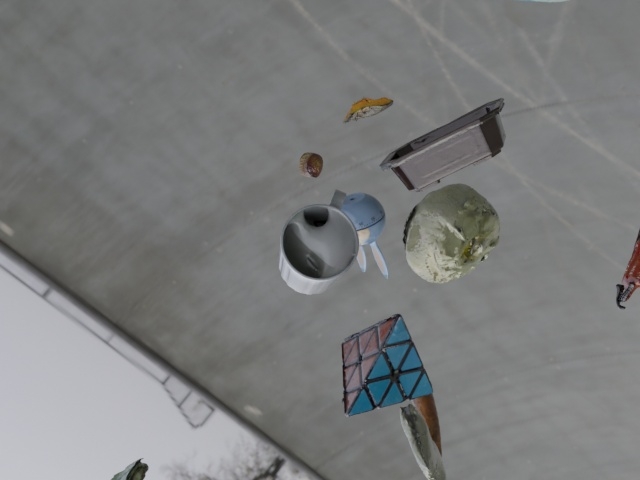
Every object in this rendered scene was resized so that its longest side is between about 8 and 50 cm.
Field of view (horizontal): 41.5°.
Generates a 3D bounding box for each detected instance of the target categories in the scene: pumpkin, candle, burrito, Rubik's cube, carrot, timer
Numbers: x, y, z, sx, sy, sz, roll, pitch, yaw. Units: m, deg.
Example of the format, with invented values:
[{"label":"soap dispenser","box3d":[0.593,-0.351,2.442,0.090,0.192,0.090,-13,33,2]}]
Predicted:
[{"label":"pumpkin","box3d":[0.093,-0.269,1.703,0.073,0.101,0.035,110,142,-81]},{"label":"candle","box3d":[0.715,0.016,1.862,0.059,0.301,0.084,31,170,-18]},{"label":"burrito","box3d":[-0.425,0.523,1.842,0.044,0.074,0.118,42,130,-14]},{"label":"Rubik's cube","box3d":[0.139,0.249,1.662,0.178,0.211,0.190,30,-177,-21]},{"label":"carrot","box3d":[0.276,0.472,2.143,0.061,0.061,0.209,44,-157,-36]},{"label":"timer","box3d":[0.111,-0.013,2.487,0.175,0.255,0.175,2,-169,0]}]

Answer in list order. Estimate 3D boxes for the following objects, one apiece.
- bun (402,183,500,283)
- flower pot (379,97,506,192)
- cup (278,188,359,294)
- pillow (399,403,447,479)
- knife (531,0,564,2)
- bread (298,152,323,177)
[{"label":"bun","box3d":[0.299,-0.006,1.873,0.141,0.239,0.239,42,177,43]},{"label":"flower pot","box3d":[0.246,-0.171,1.602,0.084,0.251,0.179,62,-158,-9]},{"label":"cup","box3d":[0.008,0.013,1.870,0.167,0.221,0.202,51,164,8]},{"label":"pillow","box3d":[0.228,0.454,1.797,0.229,0.050,0.148,58,-162,-50]},{"label":"knife","box3d":[0.326,-0.437,1.458,0.222,0.031,0.064,12,178,25]},{"label":"bread","box3d":[-0.026,-0.239,2.703,0.053,0.085,0.085,21,163,41]}]
